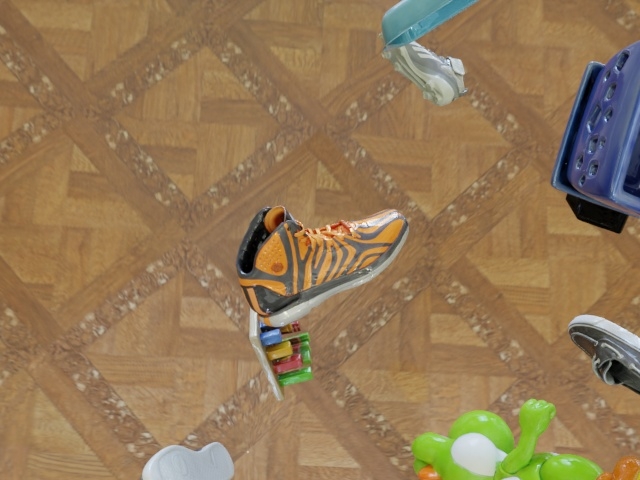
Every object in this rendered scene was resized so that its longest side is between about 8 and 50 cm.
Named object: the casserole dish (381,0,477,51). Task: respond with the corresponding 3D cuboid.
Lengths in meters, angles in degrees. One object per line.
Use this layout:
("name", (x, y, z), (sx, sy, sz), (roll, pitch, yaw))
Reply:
("casserole dish", (0.145, -0.282, 0.923), (0.188, 0.114, 0.037), (-28, 92, 25))

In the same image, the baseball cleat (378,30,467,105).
("baseball cleat", (0.207, -0.351, 1.575), (0.109, 0.072, 0.206), (-29, 74, -25))

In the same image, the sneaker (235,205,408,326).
("sneaker", (0.000, 0.000, 1.373), (0.321, 0.125, 0.180), (-34, 119, -15))

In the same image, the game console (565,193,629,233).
("game console", (0.699, -0.082, 1.637), (0.361, 0.213, 0.044), (22, 45, 17))

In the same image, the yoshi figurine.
("yoshi figurine", (0.327, 0.355, 1.259), (0.362, 0.203, 0.203), (9, 78, 35))

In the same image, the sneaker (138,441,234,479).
("sneaker", (-0.267, 0.431, 1.396), (0.147, 0.296, 0.104), (-31, 75, 8))

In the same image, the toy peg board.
("toy peg board", (-0.071, 0.186, 1.514), (0.079, 0.161, 0.160), (-16, 121, 5))

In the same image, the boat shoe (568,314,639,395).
("boat shoe", (0.619, 0.253, 1.673), (0.102, 0.301, 0.108), (-37, 124, -14))

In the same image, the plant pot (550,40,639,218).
("plant pot", (0.487, -0.144, 1.170), (0.236, 0.212, 0.235), (16, 93, -16))
